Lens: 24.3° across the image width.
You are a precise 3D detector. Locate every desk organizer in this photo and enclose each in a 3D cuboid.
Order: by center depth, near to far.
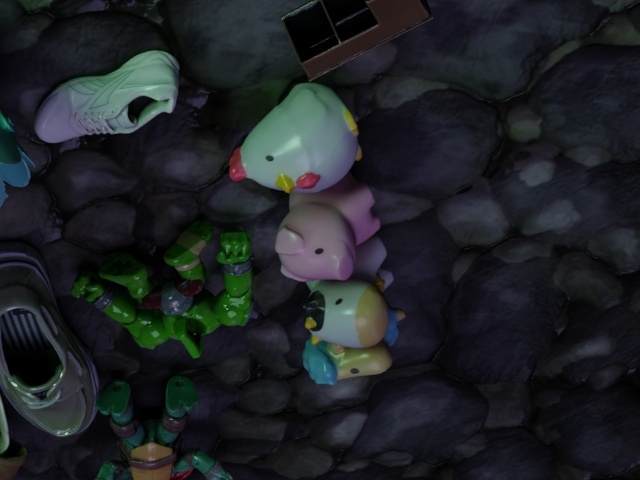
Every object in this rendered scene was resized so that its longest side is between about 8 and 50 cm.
[{"bbox_3d":[0.032,-0.205,1.374,0.130,0.047,0.050,-26,134,13],"label":"desk organizer"}]

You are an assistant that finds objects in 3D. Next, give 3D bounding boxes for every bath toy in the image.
[{"bbox_3d":[0.000,0.000,1.505,0.129,0.151,0.348,-26,136,-9],"label":"bath toy"}]

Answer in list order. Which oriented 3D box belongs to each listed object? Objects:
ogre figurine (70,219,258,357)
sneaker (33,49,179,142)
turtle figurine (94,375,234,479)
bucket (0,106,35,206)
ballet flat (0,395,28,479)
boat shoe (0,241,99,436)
[{"bbox_3d":[-0.153,0.057,1.574,0.197,0.097,0.118,-26,125,-2],"label":"ogre figurine"},{"bbox_3d":[-0.201,-0.125,1.393,0.152,0.061,0.053,-23,138,13],"label":"sneaker"},{"bbox_3d":[-0.199,0.263,1.763,0.175,0.118,0.234,-16,132,-19],"label":"turtle figurine"},{"bbox_3d":[-0.398,-0.072,1.231,0.281,0.183,0.281,-29,178,-1],"label":"bucket"},{"bbox_3d":[-0.421,0.163,1.611,0.124,0.116,0.342,-35,129,-8],"label":"ballet flat"},{"bbox_3d":[-0.312,0.132,1.612,0.109,0.094,0.302,-13,137,0],"label":"boat shoe"}]
